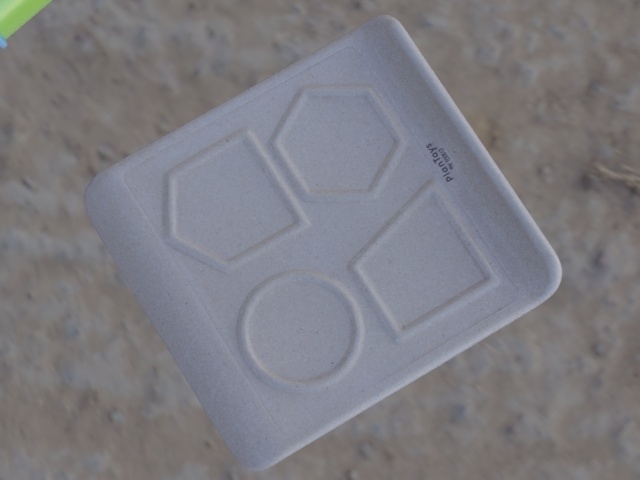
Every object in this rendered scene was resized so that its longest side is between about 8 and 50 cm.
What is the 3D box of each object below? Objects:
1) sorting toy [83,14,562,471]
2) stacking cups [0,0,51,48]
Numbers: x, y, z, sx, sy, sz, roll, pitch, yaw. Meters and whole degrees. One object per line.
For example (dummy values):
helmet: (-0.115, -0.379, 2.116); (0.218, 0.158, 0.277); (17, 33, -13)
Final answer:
sorting toy: (0.000, 0.000, 1.108); (0.208, 0.038, 0.193); (-31, 75, -6)
stacking cups: (-0.250, -0.135, 1.264); (0.316, 0.096, 0.096); (-42, 110, -4)
